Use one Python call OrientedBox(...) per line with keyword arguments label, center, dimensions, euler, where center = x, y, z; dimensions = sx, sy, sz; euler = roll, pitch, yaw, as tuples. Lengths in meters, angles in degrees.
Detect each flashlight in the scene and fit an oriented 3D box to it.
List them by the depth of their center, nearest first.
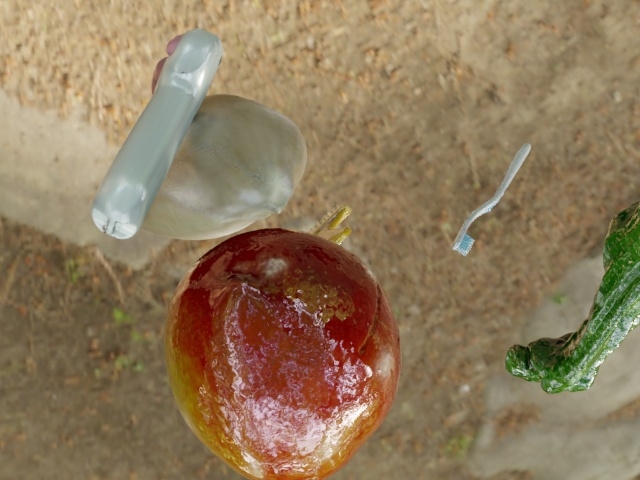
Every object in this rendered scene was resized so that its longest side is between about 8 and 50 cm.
OrientedBox(label="flashlight", center=(-0.131, -0.087, 1.099), dimensions=(0.047, 0.200, 0.093), euler=(24, 147, -2))

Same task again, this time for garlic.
OrientedBox(label="garlic", center=(-0.108, -0.068, 1.240), dimensions=(0.112, 0.318, 0.143), euler=(43, 72, -18))

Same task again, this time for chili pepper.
OrientedBox(label="chili pepper", center=(0.209, 0.034, 0.943), dimensions=(0.100, 0.074, 0.257), euler=(-17, 150, -34))

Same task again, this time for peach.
OrientedBox(label="peach", center=(-0.029, 0.079, 1.034), dimensions=(0.197, 0.197, 0.197), euler=(-9, 130, -11))

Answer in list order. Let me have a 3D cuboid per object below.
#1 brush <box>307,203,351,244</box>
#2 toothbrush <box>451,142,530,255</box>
OrientedBox(label="brush", center=(0.000, 0.000, 1.395), dimensions=(0.103, 0.272, 0.013), euler=(-44, 95, -4))
OrientedBox(label="toothbrush", center=(0.148, -0.040, 1.192), dimensions=(0.017, 0.162, 0.014), euler=(39, 138, -3))
